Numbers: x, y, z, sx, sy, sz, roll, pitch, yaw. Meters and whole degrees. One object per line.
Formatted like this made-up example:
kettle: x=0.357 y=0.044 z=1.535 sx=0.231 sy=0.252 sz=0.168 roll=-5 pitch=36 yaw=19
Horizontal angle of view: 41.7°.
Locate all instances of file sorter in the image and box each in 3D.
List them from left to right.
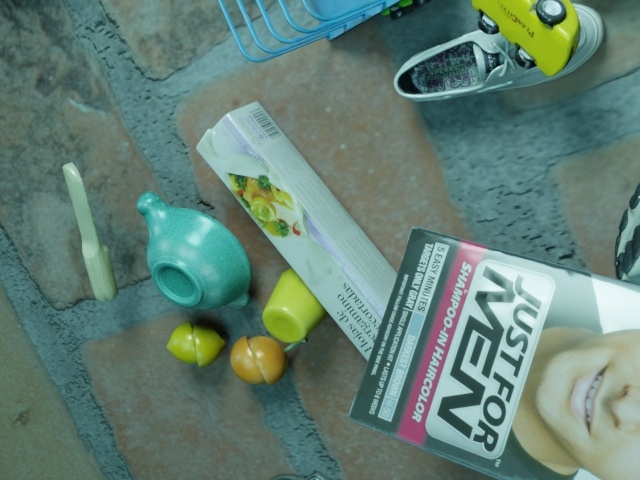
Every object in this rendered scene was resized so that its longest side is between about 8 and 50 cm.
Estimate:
file sorter: x=-0.015 y=-0.232 z=0.722 sx=0.118 sy=0.105 sz=0.170 roll=66 pitch=158 yaw=-9

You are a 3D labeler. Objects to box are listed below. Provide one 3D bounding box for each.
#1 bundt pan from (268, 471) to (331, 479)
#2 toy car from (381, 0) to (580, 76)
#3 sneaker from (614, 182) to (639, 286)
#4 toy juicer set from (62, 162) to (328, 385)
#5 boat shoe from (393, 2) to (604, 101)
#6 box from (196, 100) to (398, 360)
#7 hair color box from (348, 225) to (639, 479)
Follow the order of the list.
bundt pan: x=0.000 y=0.462 z=1.044 sx=0.331 sy=0.124 sz=0.330 roll=12 pitch=116 yaw=26
toy car: x=0.104 y=-0.238 z=0.686 sx=0.239 sy=0.053 sz=0.225 roll=60 pitch=161 yaw=-14
sneaker: x=0.334 y=-0.066 z=0.664 sx=0.110 sy=0.107 sz=0.275 roll=18 pitch=125 yaw=0
toy juicer set: x=-0.153 y=0.047 z=0.983 sx=0.329 sy=0.089 sz=0.209 roll=30 pitch=135 yaw=6
boat shoe: x=0.149 y=-0.160 z=0.731 sx=0.184 sy=0.063 sz=0.066 roll=-3 pitch=109 yaw=31
box: x=0.000 y=0.000 z=0.882 sx=0.324 sy=0.067 sz=0.063 roll=51 pitch=126 yaw=1
hair color box: x=0.233 y=0.129 z=0.705 sx=0.375 sy=0.114 sz=0.185 roll=16 pitch=84 yaw=27
